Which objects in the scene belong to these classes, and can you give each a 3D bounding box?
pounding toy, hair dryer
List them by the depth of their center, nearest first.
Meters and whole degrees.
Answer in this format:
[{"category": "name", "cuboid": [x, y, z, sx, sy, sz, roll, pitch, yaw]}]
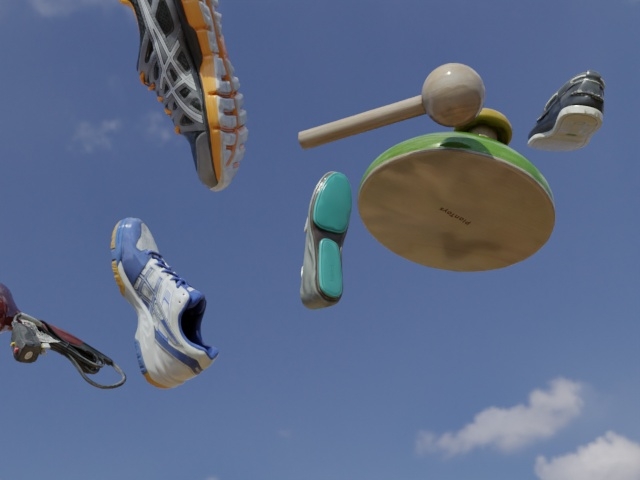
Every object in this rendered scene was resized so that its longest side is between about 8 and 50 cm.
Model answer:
[{"category": "pounding toy", "cuboid": [0.118, -0.079, 0.861, 0.182, 0.110, 0.237, -13, -42, 33]}, {"category": "hair dryer", "cuboid": [-0.447, 0.141, 1.390, 0.080, 0.293, 0.223, -54, -37, -3]}]

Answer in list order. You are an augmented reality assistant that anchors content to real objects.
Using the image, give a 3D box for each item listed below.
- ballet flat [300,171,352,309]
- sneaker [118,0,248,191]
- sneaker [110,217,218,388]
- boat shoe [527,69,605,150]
[{"category": "ballet flat", "cuboid": [0.000, 0.000, 1.342, 0.072, 0.213, 0.068, 21, -30, -30]}, {"category": "sneaker", "cuboid": [-0.124, -0.149, 0.848, 0.083, 0.215, 0.084, -12, 2, 11]}, {"category": "sneaker", "cuboid": [-0.250, 0.089, 1.525, 0.131, 0.297, 0.112, -24, -12, 19]}, {"category": "boat shoe", "cuboid": [0.380, -0.190, 1.421, 0.084, 0.079, 0.233, 8, -11, -2]}]
